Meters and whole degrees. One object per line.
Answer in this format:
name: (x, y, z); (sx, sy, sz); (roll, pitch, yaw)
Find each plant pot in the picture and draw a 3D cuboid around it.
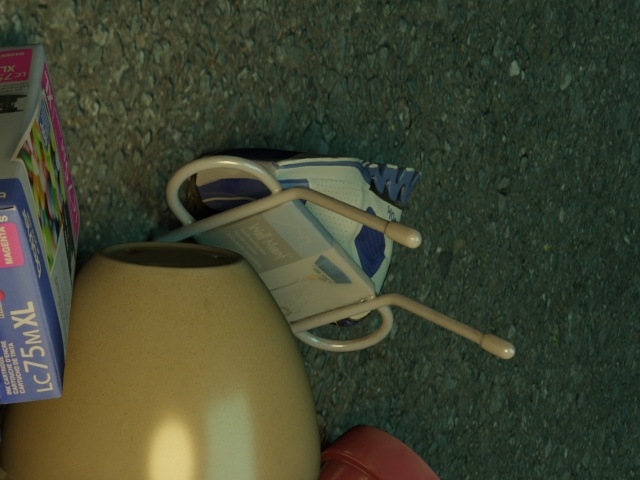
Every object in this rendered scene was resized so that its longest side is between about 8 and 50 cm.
plant pot: (-0.135, 0.105, 1.577); (0.284, 0.284, 0.191); (-10, 107, -54)
plant pot: (0.035, 0.336, 1.985); (0.180, 0.201, 0.201); (-38, 129, -25)

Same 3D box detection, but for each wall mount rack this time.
wall mount rack: (0.007, 0.048, 1.749); (0.350, 0.304, 0.130); (47, 34, -44)

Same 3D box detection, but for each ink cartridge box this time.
ink cartridge box: (-0.243, -0.005, 1.439); (0.311, 0.065, 0.186); (-91, 175, -56)

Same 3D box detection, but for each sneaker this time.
sneaker: (0.001, 0.000, 1.894); (0.315, 0.127, 0.182); (4, 92, -57)
